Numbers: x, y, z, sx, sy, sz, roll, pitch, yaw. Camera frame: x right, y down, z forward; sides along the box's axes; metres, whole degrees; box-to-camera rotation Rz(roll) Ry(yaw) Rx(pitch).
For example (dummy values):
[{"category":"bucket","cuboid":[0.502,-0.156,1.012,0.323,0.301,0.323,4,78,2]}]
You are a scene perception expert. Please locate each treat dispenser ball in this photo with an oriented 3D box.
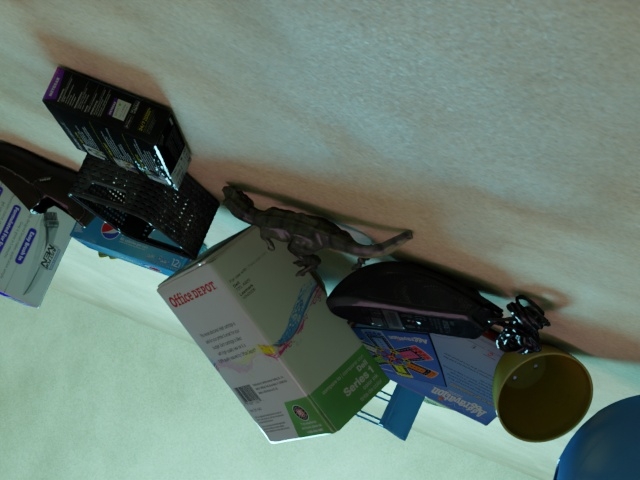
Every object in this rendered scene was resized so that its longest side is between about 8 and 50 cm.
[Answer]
[{"category":"treat dispenser ball","cuboid":[0.444,0.342,1.658,0.288,0.288,0.288,22,169,5]}]

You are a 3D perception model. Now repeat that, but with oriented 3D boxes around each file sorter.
[{"category":"file sorter","cuboid":[0.106,0.200,1.964,0.104,0.170,0.118,22,169,24]}]

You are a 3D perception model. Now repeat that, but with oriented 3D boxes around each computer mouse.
[{"category":"computer mouse","cuboid":[0.145,0.074,1.580,0.272,0.072,0.188,9,165,7]}]

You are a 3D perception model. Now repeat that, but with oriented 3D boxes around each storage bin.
[{"category":"storage bin","cuboid":[-0.222,-0.052,1.639,0.122,0.084,0.180,17,168,24]}]

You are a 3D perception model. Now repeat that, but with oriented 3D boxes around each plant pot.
[{"category":"plant pot","cuboid":[0.285,0.190,1.722,0.134,0.134,0.095,27,-166,-21]}]

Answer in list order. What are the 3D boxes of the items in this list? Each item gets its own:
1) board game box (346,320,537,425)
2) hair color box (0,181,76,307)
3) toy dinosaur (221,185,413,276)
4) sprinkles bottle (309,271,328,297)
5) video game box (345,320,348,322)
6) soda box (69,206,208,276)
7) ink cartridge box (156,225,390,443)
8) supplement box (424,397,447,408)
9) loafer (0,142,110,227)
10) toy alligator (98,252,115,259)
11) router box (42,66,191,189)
[{"category":"board game box","cuboid":[0.168,0.159,1.786,0.281,0.027,0.145,28,123,-23]},{"category":"hair color box","cuboid":[-0.611,-0.033,2.220,0.339,0.185,0.110,28,168,-21]},{"category":"toy dinosaur","cuboid":[0.000,0.000,1.523,0.268,0.064,0.118,13,159,27]},{"category":"sprinkles bottle","cuboid":[-0.065,0.114,2.017,0.121,0.121,0.355,23,168,-2]},{"category":"video game box","cuboid":[-0.021,0.183,1.970,0.048,0.187,0.205,54,-170,4]},{"category":"soda box","cuboid":[-0.293,0.002,2.069,0.210,0.067,0.071,19,169,20]},{"category":"ink cartridge box","cuboid":[-0.068,0.125,1.720,0.278,0.117,0.201,54,151,-6]},{"category":"supplement box","cuboid":[0.199,0.232,2.144,0.056,0.083,0.083,30,168,-30]},{"category":"loafer","cuboid":[-0.424,-0.081,1.903,0.220,0.078,0.080,21,169,9]},{"category":"toy alligator","cuboid":[-0.344,-0.001,2.212,0.051,0.056,0.189,-21,-165,-34]},{"category":"router box","cuboid":[-0.220,-0.120,1.412,0.133,0.046,0.179,22,168,6]}]
